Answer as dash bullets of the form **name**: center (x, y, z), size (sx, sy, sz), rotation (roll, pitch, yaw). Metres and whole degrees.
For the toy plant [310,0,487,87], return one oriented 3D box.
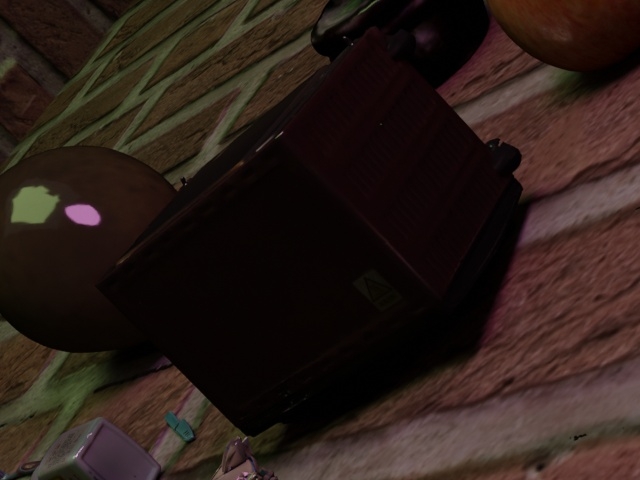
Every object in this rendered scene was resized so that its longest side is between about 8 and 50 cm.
- **toy plant**: center (0.041, -0.257, 1.473), size (0.175, 0.235, 0.218), rotation (-49, 17, -9)

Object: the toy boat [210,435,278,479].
- **toy boat**: center (-0.093, 0.229, 1.016), size (0.210, 0.066, 0.084), rotation (-52, 17, -13)

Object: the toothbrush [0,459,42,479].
- **toothbrush**: center (-0.293, 0.228, 1.566), size (0.193, 0.019, 0.013), rotation (-23, 29, 50)

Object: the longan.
- **longan**: center (-0.230, 0.014, 1.548), size (0.215, 0.246, 0.246), rotation (-60, 17, 6)

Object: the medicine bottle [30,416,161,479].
- **medicine bottle**: center (-0.198, 0.200, 1.307), size (0.118, 0.074, 0.055), rotation (-26, 28, 49)

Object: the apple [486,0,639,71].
- **apple**: center (0.197, -0.201, 1.160), size (0.146, 0.131, 0.146), rotation (-46, 12, 13)

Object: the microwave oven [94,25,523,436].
- **microwave oven**: center (-0.002, 0.000, 1.110), size (0.247, 0.188, 0.178), rotation (-37, 14, 41)

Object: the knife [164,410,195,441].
- **knife**: center (-0.121, 0.160, 1.328), size (0.014, 0.005, 0.091), rotation (-51, 18, -5)
